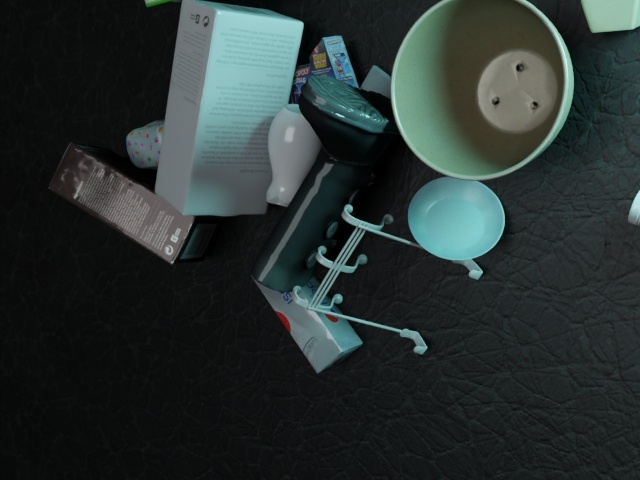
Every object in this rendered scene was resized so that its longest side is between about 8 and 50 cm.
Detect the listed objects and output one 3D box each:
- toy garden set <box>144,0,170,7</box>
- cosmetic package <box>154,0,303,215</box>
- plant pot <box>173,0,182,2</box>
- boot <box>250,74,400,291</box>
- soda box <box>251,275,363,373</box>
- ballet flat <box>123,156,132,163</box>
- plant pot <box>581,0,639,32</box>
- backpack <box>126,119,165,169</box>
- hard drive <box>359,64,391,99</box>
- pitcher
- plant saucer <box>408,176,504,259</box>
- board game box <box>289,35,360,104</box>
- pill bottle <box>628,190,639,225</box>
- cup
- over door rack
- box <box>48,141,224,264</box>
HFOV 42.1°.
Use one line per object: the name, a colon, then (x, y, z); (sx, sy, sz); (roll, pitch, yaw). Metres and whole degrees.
toy garden set: (-0.306, -0.622, 1.706); (0.203, 0.049, 0.244); (-13, 115, 9)
cosmetic package: (-0.211, -0.292, 1.869); (0.161, 0.230, 0.453); (34, 118, 46)
plant pot: (-0.227, -0.676, 1.849); (0.280, 0.323, 0.323); (15, 105, 13)
boot: (-0.023, -0.096, 1.680); (0.146, 0.367, 0.445); (44, 111, 24)
soda box: (-0.034, 0.160, 1.930); (0.098, 0.091, 0.286); (-44, 73, 29)
ballet flat: (-0.484, -0.137, 2.196); (0.074, 0.074, 0.203); (-42, 72, 29)
plant pot: (0.529, -0.427, 1.492); (0.109, 0.109, 0.096); (4, 111, 32)
backpack: (-0.398, -0.244, 2.099); (0.182, 0.115, 0.152); (-2, 98, 35)
hard drive: (0.144, -0.303, 1.798); (0.135, 0.022, 0.094); (42, 116, 21)
pitcher: (-0.056, -0.198, 1.845); (0.125, 0.178, 0.207); (12, 114, 0)
plant saucer: (0.275, -0.040, 1.694); (0.195, 0.037, 0.195); (-2, 63, 4)
board game box: (0.008, -0.346, 1.840); (0.194, 0.060, 0.194); (2, 105, 47)
pill bottle: (0.638, -0.035, 1.477); (0.160, 0.087, 0.087); (24, 109, 28)
cup: (0.330, -0.283, 1.554); (0.331, 0.237, 0.331); (5, 99, 32)
over door rack: (0.132, 0.078, 1.742); (0.324, 0.108, 0.239); (23, 115, -18)
box: (-0.450, -0.092, 2.054); (0.381, 0.191, 0.143); (28, 98, 12)
